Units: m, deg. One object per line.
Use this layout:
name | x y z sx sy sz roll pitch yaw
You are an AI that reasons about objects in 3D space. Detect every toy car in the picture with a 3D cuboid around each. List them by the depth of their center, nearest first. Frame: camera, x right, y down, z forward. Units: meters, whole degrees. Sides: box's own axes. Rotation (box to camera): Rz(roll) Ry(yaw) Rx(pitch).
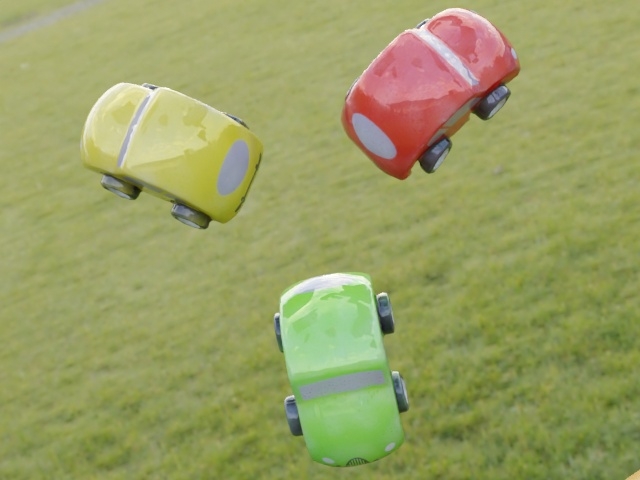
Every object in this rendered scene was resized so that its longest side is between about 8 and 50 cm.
toy car | 0.000 0.000 0.609 0.239 0.225 0.053 -12 -12 4

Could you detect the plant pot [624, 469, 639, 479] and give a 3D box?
plant pot | 0.200 0.188 0.597 0.188 0.205 0.205 -47 19 5
